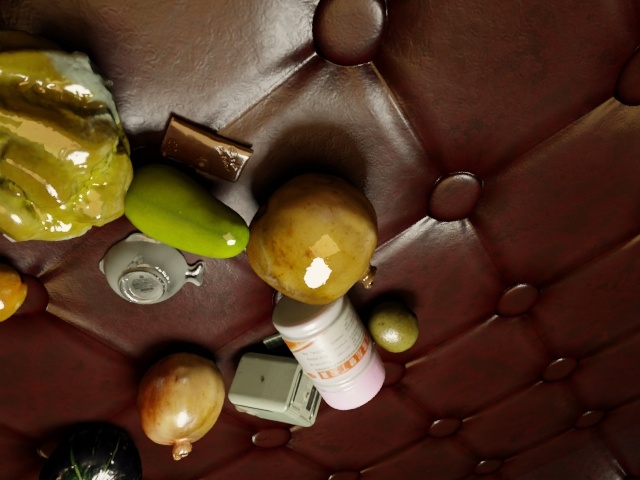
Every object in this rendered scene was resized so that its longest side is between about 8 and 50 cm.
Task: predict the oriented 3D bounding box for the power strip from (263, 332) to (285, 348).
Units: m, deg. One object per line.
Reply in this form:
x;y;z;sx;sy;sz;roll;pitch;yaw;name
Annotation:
-0.126;0.295;1.330;0.090;0.016;0.040;-21;127;5;power strip

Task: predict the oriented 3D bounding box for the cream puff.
-0.506;-0.159;0.725;0.377;0.275;0.379;1;112;3;cream puff

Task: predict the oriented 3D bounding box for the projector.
-0.134;0.430;1.299;0.242;0.164;0.177;-2;144;29;projector

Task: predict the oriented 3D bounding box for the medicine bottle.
0.029;0.275;1.198;0.202;0.202;0.316;-26;116;8;medicine bottle

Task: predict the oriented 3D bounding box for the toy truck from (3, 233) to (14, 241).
-0.647;-0.029;0.969;0.083;0.044;0.039;-29;123;10;toy truck

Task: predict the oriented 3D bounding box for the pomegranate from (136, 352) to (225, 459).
-0.389;0.459;1.243;0.228;0.271;0.252;20;128;-33;pomegranate

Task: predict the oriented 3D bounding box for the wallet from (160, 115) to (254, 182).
-0.241;-0.187;0.944;0.176;0.026;0.095;20;122;-23;wallet

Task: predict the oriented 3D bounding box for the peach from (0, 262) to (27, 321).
-0.741;0.117;1.009;0.138;0.138;0.138;-5;127;-7;peach

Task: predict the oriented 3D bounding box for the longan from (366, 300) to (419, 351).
0.199;0.255;1.285;0.176;0.145;0.155;-38;96;13;longan

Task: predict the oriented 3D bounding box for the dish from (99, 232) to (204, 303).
-0.412;0.092;1.085;0.245;0.078;0.224;5;124;-15;dish

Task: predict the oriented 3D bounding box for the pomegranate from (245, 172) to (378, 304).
-0.018;-0.003;0.978;0.307;0.307;0.308;-5;127;-7;pomegranate

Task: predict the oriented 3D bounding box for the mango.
-0.277;-0.054;0.919;0.293;0.143;0.175;26;149;9;mango

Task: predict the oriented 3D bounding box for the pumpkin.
-0.720;0.734;1.424;0.295;0.296;0.296;-5;127;-7;pumpkin
